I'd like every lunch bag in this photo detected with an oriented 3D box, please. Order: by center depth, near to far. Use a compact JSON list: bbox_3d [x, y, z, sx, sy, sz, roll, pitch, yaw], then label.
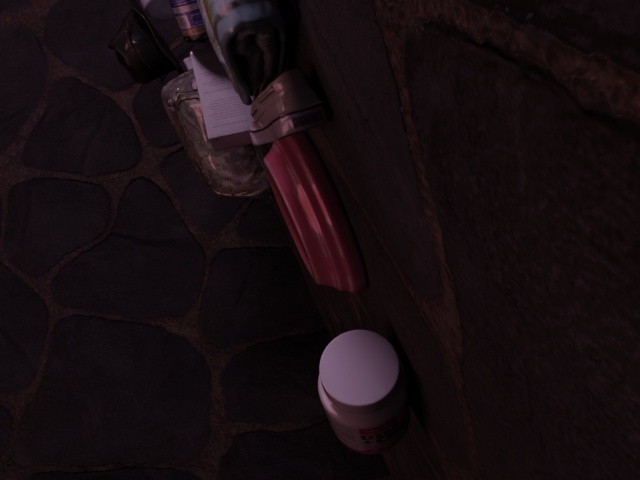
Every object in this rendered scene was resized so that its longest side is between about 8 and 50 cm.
[{"bbox_3d":[-0.197,-0.255,1.637,0.256,0.212,0.305,27,144,56],"label":"lunch bag"}]

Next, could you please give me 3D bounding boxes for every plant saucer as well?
[{"bbox_3d":[-0.019,-0.048,1.321,0.332,0.084,0.332,157,90,-86],"label":"plant saucer"}]

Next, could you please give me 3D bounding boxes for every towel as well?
[{"bbox_3d":[-0.140,-0.375,0.988,0.374,0.090,0.321,145,103,-85],"label":"towel"}]

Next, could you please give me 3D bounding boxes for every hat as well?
[{"bbox_3d":[-0.471,-0.498,1.887,0.331,0.134,0.331,54,180,0],"label":"hat"}]

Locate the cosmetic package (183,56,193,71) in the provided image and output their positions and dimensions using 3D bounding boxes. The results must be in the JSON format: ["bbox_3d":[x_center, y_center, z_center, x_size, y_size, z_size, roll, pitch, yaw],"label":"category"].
[{"bbox_3d":[-0.241,-0.368,1.868,0.225,0.138,0.224,-120,8,-62],"label":"cosmetic package"}]

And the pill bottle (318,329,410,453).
[{"bbox_3d":[0.081,0.276,1.309,0.283,0.160,0.160,75,170,-60],"label":"pill bottle"}]

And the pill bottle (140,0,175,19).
[{"bbox_3d":[-0.432,-0.756,1.878,0.176,0.176,0.319,115,131,-83],"label":"pill bottle"}]

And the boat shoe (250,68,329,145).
[{"bbox_3d":[-0.058,-0.190,1.028,0.267,0.096,0.088,-146,37,-79],"label":"boat shoe"}]

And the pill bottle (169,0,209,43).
[{"bbox_3d":[-0.217,-0.464,1.249,0.123,0.122,0.219,-123,12,-62],"label":"pill bottle"}]

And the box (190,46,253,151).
[{"bbox_3d":[-0.157,-0.267,1.339,0.091,0.130,0.171,110,148,-83],"label":"box"}]
